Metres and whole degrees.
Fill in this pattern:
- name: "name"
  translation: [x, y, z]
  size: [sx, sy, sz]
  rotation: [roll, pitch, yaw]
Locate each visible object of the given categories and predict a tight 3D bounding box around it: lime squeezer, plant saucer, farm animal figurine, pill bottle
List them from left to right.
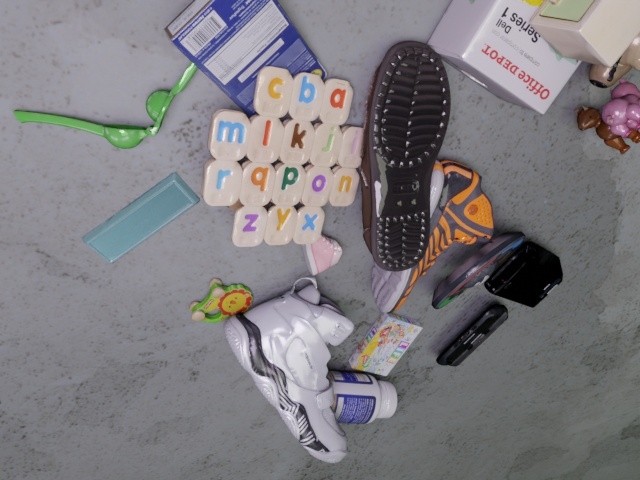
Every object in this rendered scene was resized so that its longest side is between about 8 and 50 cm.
- name: "lime squeezer"
  translation: [-0.261, -0.200, 0.714]
  size: [0.311, 0.059, 0.109]
  rotation: [-26, 95, 0]
- name: "plant saucer"
  translation: [-0.294, -0.032, 0.818]
  size: [0.192, 0.018, 0.067]
  rotation: [-35, 125, 4]
- name: "pill bottle"
  translation: [0.073, 0.356, 1.124]
  size: [0.187, 0.112, 0.112]
  rotation: [12, 116, -24]
- name: "farm animal figurine"
  translation: [0.541, -0.313, 0.811]
  size: [0.327, 0.172, 0.330]
  rotation: [-41, 160, 5]

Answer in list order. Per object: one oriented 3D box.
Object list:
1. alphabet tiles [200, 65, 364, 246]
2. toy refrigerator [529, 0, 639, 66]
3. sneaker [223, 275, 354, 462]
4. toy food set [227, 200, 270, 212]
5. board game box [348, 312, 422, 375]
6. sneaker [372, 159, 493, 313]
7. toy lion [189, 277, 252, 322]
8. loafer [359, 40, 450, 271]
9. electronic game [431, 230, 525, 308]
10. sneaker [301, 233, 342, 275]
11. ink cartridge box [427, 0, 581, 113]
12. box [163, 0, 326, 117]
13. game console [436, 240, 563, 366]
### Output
- name: "alphabet tiles"
  translation: [-0.047, -0.122, 0.786]
  size: [0.284, 0.021, 0.277]
  rotation: [-3, 115, -36]
- name: "toy refrigerator"
  translation: [0.411, -0.376, 0.645]
  size: [0.094, 0.102, 0.269]
  rotation: [25, 108, -30]
- name: "sneaker"
  translation: [-0.005, 0.248, 0.964]
  size: [0.210, 0.137, 0.365]
  rotation: [-36, 101, -4]
- name: "toy food set"
  translation: [-0.123, -0.078, 0.844]
  size: [0.083, 0.020, 0.082]
  rotation: [-11, 124, -13]
- name: "board game box"
  translation: [0.147, 0.235, 1.125]
  size: [0.104, 0.026, 0.154]
  rotation: [20, 113, -28]
- name: "sneaker"
  translation: [0.225, 0.010, 0.952]
  size: [0.180, 0.124, 0.321]
  rotation: [9, 117, -22]
- name: "toy lion"
  translation: [-0.183, 0.120, 0.944]
  size: [0.100, 0.034, 0.096]
  rotation: [-47, 131, 13]
- name: "loafer"
  translation: [0.114, -0.137, 0.827]
  size: [0.134, 0.130, 0.365]
  rotation: [2, 104, -19]
- name: "electronic game"
  translation: [0.316, 0.062, 0.999]
  size: [0.229, 0.048, 0.229]
  rotation: [-34, 162, -13]
- name: "sneaker"
  translation: [0.000, 0.000, 0.917]
  size: [0.070, 0.051, 0.134]
  rotation: [-20, 127, -9]
- name: "ink cartridge box"
  translation: [0.330, -0.366, 0.757]
  size: [0.201, 0.117, 0.278]
  rotation: [20, 112, -28]
- name: "box"
  translation: [-0.092, -0.261, 0.697]
  size: [0.136, 0.036, 0.225]
  rotation: [-40, 149, 8]
- name: "game console"
  translation: [0.392, 0.160, 1.127]
  size: [0.213, 0.044, 0.361]
  rotation: [19, 117, -44]
